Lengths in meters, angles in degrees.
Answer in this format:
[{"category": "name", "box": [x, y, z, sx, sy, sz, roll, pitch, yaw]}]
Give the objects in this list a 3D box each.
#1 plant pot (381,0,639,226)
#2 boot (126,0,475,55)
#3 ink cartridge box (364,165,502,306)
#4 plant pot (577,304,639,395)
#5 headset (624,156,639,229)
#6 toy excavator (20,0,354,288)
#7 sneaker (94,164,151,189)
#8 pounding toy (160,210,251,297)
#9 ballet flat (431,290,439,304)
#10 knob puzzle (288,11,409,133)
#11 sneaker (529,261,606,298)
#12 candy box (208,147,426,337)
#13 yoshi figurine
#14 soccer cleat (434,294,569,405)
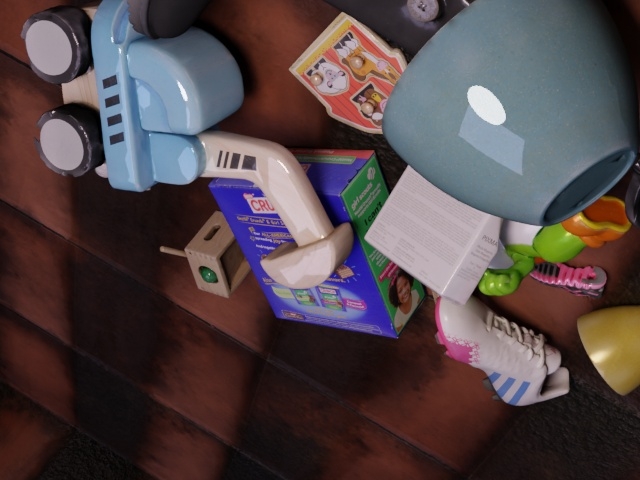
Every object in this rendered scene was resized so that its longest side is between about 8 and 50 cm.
[{"category": "plant pot", "box": [0.243, -0.132, 1.126, 0.195, 0.290, 0.290, 55, 151, 22]}, {"category": "boot", "box": [0.001, -0.319, 1.239, 0.445, 0.146, 0.367, 24, 138, 0]}, {"category": "ink cartridge box", "box": [0.182, -0.053, 1.365, 0.066, 0.232, 0.189, 30, -174, -40]}, {"category": "plant pot", "box": [0.459, 0.149, 1.478, 0.095, 0.134, 0.134, -34, 108, 26]}, {"category": "headset", "box": [0.457, 0.005, 1.162, 0.243, 0.185, 0.394, 42, -175, 17]}, {"category": "toy excavator", "box": [-0.178, -0.154, 1.476, 0.445, 0.222, 0.432, 8, 115, 24]}, {"category": "sneaker", "box": [-0.327, -0.183, 1.769, 0.121, 0.099, 0.262, 25, 152, 2]}, {"category": "pounding toy", "box": [-0.204, 0.025, 1.850, 0.100, 0.141, 0.130, 15, 140, 27]}, {"category": "ballet flat", "box": [0.194, 0.053, 1.625, 0.067, 0.073, 0.206, 28, 146, 48]}, {"category": "knob puzzle", "box": [0.060, -0.220, 1.450, 0.213, 0.030, 0.213, 22, 142, 18]}, {"category": "sneaker", "box": [0.374, 0.063, 1.510, 0.119, 0.047, 0.057, 14, 150, 30]}, {"category": "candy box", "box": [0.000, 0.000, 1.672, 0.268, 0.122, 0.317, 7, 137, 35]}, {"category": "yoshi figurine", "box": [0.248, -0.025, 1.400, 0.203, 0.204, 0.362, 54, 146, 2]}, {"category": "soccer cleat", "box": [0.300, 0.166, 1.602, 0.143, 0.116, 0.331, -11, 145, 30]}]
